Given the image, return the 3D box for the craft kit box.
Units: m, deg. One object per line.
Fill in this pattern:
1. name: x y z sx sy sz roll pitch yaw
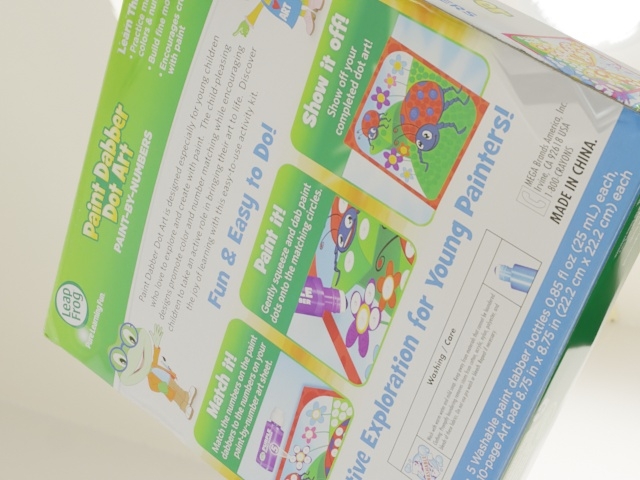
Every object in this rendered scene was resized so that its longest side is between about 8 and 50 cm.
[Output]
1. craft kit box: 0.000 0.000 0.517 0.246 0.061 0.250 32 -60 22
